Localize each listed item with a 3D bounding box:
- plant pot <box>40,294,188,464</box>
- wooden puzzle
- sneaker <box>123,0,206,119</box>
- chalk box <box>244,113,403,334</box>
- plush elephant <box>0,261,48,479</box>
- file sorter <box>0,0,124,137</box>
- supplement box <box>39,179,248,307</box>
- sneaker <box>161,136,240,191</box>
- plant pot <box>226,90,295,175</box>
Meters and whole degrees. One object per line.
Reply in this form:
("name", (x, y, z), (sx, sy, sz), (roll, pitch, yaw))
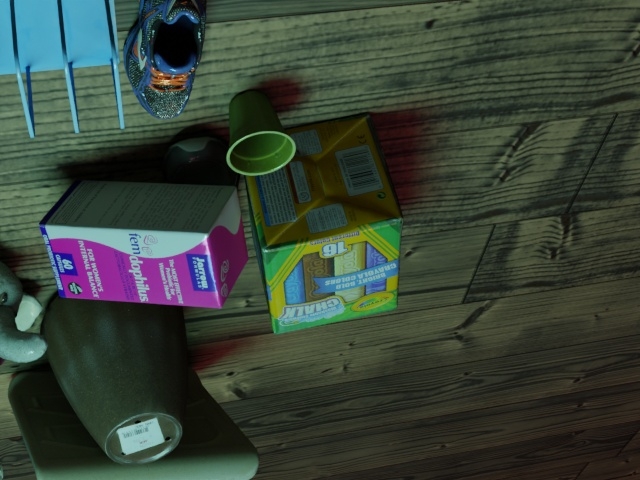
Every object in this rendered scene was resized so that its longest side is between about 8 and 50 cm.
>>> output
("plant pot", (-0.277, 0.198, 1.538), (0.215, 0.230, 0.215), (-12, 133, -14))
("wooden puzzle", (-0.298, 0.300, 1.655), (0.322, 0.348, 0.081), (0, 108, -24))
("sneaker", (-0.164, -0.200, 1.142), (0.083, 0.087, 0.221), (-6, 147, -14))
("chalk box", (0.000, 0.000, 1.441), (0.179, 0.180, 0.289), (-11, 147, -6))
("plush elephant", (-0.474, 0.135, 1.406), (0.255, 0.330, 0.272), (-39, 149, -5))
("file sorter", (-0.260, -0.156, 0.936), (0.170, 0.105, 0.118), (-7, 148, -10))
("supplement box", (-0.212, 0.002, 1.315), (0.220, 0.114, 0.111), (2, 123, 15))
("sneaker", (-0.143, -0.031, 1.405), (0.101, 0.106, 0.267), (-11, 147, -4))
("plant pot", (-0.079, -0.134, 1.290), (0.083, 0.079, 0.083), (-11, 148, -7))
